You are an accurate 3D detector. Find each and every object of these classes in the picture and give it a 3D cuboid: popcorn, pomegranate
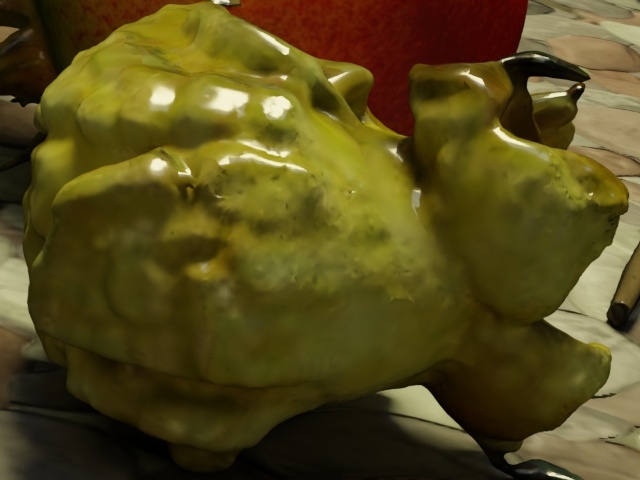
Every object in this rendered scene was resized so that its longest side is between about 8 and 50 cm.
[{"bbox_3d":[-0.002,0.000,0.648,0.195,0.174,0.168,0,-1,-5],"label":"popcorn"},{"bbox_3d":[-0.040,-0.109,0.815,0.256,0.221,0.221,-17,23,-2],"label":"pomegranate"}]

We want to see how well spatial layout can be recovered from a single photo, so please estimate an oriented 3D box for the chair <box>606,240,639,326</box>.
[{"bbox_3d":[0.243,-0.059,0.882,0.166,0.188,0.272,18,24,13],"label":"chair"}]
